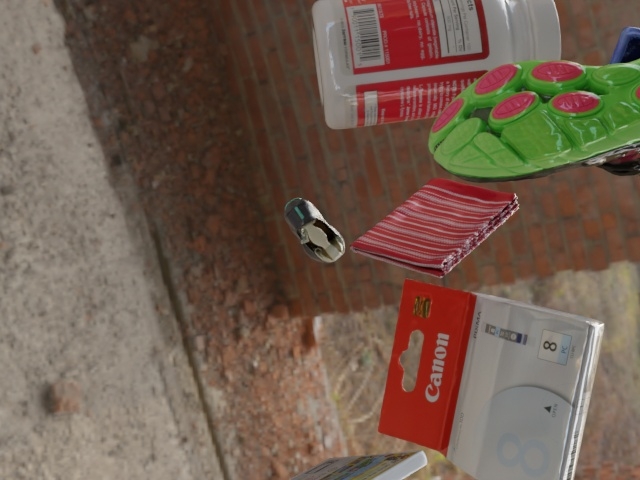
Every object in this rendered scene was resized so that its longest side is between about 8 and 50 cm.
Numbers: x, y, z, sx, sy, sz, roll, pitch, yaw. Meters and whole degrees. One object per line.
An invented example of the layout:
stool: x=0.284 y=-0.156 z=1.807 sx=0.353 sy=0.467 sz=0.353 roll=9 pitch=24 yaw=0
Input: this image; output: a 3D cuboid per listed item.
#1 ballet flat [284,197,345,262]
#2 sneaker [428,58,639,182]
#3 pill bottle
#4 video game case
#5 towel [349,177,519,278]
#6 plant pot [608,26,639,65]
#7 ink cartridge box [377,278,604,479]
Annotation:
ballet flat: x=0.000 y=0.000 z=1.673 sx=0.203 sy=0.074 sz=0.074 roll=50 pitch=38 yaw=-51
sneaker: x=0.388 y=-0.144 z=1.265 sx=0.202 sy=0.483 sz=0.185 roll=73 pitch=9 yaw=-53
pill bottle: x=0.196 y=-0.329 z=1.654 sx=0.229 sy=0.408 sz=0.229 roll=173 pitch=-90 yaw=-89
video game case: x=0.011 y=0.361 z=1.375 sx=0.227 sy=0.206 sz=0.026 roll=-16 pitch=88 yaw=-45
towel: x=0.209 y=-0.032 z=1.699 sx=0.275 sy=0.199 sz=0.031 roll=-37 pitch=130 yaw=-39
plant pot: x=0.647 y=-0.244 z=1.781 sx=0.212 sy=0.236 sz=0.236 roll=13 pitch=95 yaw=-72
ink cartridge box: x=0.273 y=0.249 z=1.651 sx=0.091 sy=0.385 sz=0.308 roll=4 pitch=97 yaw=-58
